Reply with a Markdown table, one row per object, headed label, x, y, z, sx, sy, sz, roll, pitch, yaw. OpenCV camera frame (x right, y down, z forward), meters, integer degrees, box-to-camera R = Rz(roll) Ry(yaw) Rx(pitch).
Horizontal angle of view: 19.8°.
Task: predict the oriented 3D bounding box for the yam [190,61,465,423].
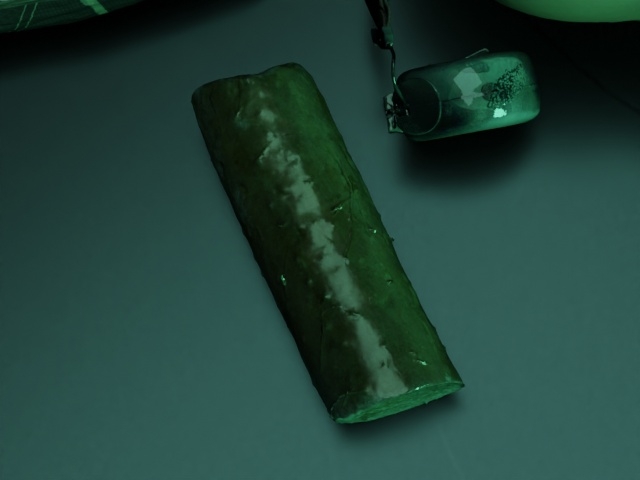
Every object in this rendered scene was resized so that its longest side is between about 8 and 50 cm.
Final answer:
| label | x | y | z | sx | sy | sz | roll | pitch | yaw |
| --- | --- | --- | --- | --- | --- | --- | --- | --- | --- |
| yam | 0.000 | 0.000 | 1.226 | 0.093 | 0.093 | 0.259 | -24 | 76 | -2 |

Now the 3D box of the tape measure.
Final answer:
| label | x | y | z | sx | sy | sz | roll | pitch | yaw |
| --- | --- | --- | --- | --- | --- | --- | --- | --- | --- |
| tape measure | 0.085 | -0.151 | 1.247 | 0.107 | 0.104 | 0.180 | -11 | 77 | 5 |

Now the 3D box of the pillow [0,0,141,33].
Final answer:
| label | x | y | z | sx | sy | sz | roll | pitch | yaw |
| --- | --- | --- | --- | --- | --- | --- | --- | --- | --- |
| pillow | -0.184 | -0.230 | 1.291 | 0.335 | 0.092 | 0.161 | -15 | 73 | 0 |

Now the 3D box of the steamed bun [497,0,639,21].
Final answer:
| label | x | y | z | sx | sy | sz | roll | pitch | yaw |
| --- | --- | --- | --- | --- | --- | --- | --- | --- | --- |
| steamed bun | 0.219 | -0.306 | 1.167 | 0.374 | 0.334 | 0.334 | -27 | 76 | 5 |
